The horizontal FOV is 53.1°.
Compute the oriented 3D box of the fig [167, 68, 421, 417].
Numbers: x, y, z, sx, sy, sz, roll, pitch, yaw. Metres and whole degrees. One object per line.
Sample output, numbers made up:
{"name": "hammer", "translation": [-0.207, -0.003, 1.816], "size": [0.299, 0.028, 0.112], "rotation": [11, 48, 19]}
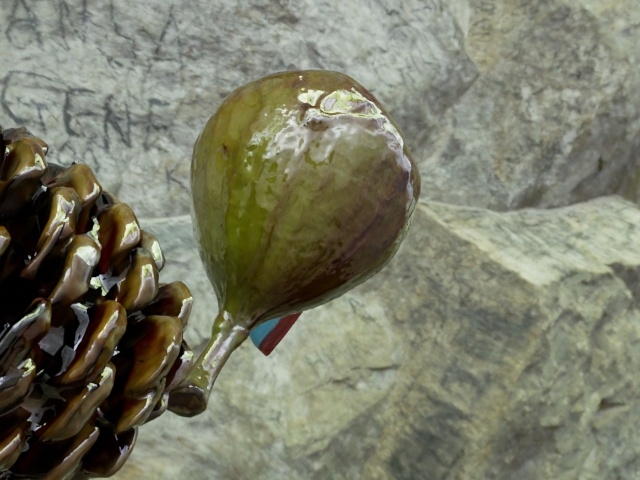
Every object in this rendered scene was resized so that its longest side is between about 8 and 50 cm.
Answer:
{"name": "fig", "translation": [-0.052, 0.004, 0.554], "size": [0.321, 0.217, 0.217], "rotation": [-58, -38, -31]}

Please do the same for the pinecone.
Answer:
{"name": "pinecone", "translation": [-0.197, 0.042, 0.364], "size": [0.224, 0.224, 0.272], "rotation": [-43, -44, -15]}

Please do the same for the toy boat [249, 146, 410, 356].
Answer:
{"name": "toy boat", "translation": [0.000, 0.000, 0.993], "size": [0.079, 0.136, 0.392], "rotation": [36, -92, -17]}
